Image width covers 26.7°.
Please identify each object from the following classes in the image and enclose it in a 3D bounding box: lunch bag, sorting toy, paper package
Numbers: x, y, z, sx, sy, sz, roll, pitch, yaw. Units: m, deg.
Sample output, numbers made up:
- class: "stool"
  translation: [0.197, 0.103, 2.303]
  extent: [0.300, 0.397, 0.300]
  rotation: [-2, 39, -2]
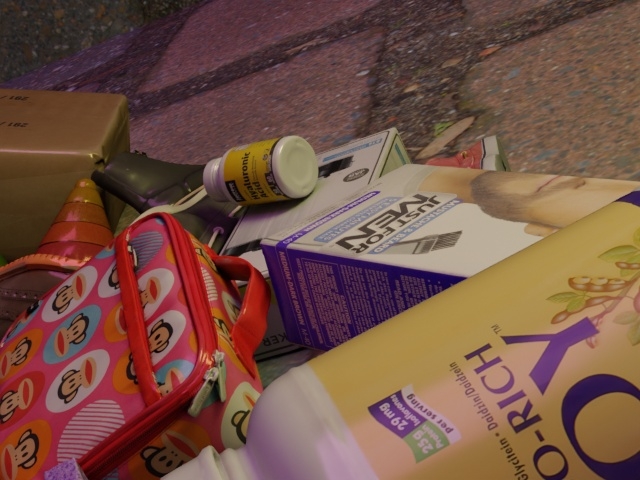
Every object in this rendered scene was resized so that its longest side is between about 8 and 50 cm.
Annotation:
- class: "lunch bag"
  translation: [-0.151, 0.110, 1.141]
  extent: [0.258, 0.120, 0.293]
  rotation: [-37, 31, 7]
- class: "sorting toy"
  translation: [-0.408, -0.016, 1.626]
  extent: [0.366, 0.126, 0.127]
  rotation: [1, -18, 6]
- class: "paper package"
  translation: [-0.427, -0.090, 1.809]
  extent: [0.325, 0.168, 0.309]
  rotation: [1, 21, -1]

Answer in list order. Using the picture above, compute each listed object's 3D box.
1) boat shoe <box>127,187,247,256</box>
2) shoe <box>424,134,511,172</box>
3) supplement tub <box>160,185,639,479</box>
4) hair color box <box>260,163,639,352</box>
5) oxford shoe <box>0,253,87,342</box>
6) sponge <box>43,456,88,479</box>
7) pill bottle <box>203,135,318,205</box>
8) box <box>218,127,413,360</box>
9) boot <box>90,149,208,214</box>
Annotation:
- class: "boat shoe"
  translation: [-0.125, -0.001, 1.511]
  extent: [0.112, 0.095, 0.335]
  rotation: [-51, -6, 23]
- class: "shoe"
  translation: [0.153, -0.055, 1.378]
  extent: [0.081, 0.063, 0.178]
  rotation: [-22, 16, 12]
- class: "supplement tub"
  translation: [0.108, 0.137, 0.711]
  extent: [0.331, 0.241, 0.241]
  rotation: [-28, 21, -6]
- class: "hair color box"
  translation: [0.131, 0.025, 1.062]
  extent: [0.185, 0.110, 0.339]
  rotation: [-29, 25, -34]
- class: "oxford shoe"
  translation: [-0.341, 0.101, 1.527]
  extent: [0.364, 0.130, 0.132]
  rotation: [-5, 60, 28]
- class: "sponge"
  translation: [-0.139, 0.238, 0.918]
  extent: [0.031, 0.117, 0.210]
  rotation: [-29, 22, -8]
- class: "pill bottle"
  translation: [-0.065, -0.069, 1.399]
  extent: [0.116, 0.065, 0.065]
  rotation: [-8, 27, 41]
- class: "box"
  translation: [0.000, 0.000, 1.374]
  extent: [0.169, 0.087, 0.290]
  rotation: [-17, 22, 22]
- class: "boot"
  translation: [-0.177, -0.087, 1.685]
  extent: [0.137, 0.076, 0.198]
  rotation: [33, 34, 13]
